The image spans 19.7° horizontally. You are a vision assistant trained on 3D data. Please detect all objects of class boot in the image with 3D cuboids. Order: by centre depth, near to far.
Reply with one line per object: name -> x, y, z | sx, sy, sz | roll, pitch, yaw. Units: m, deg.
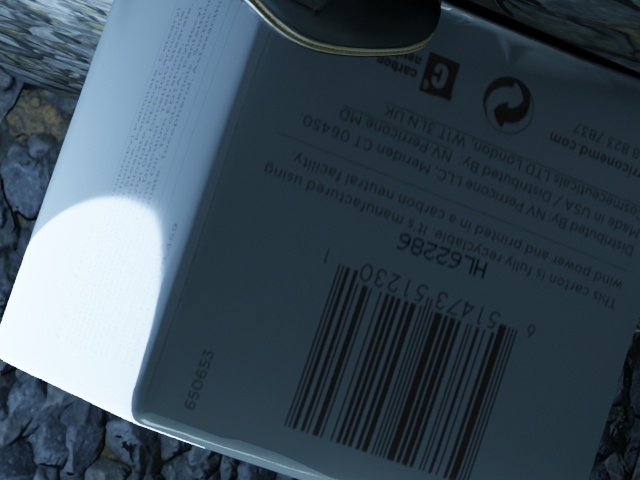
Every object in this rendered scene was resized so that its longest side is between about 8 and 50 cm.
boot -> 0.004, -0.158, 1.012 | 0.198, 0.077, 0.137 | 18, 171, -25

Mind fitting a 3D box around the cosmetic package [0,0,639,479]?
cosmetic package -> 0.000, 0.000, 1.351 | 0.329, 0.327, 0.393 | 20, 175, -23
